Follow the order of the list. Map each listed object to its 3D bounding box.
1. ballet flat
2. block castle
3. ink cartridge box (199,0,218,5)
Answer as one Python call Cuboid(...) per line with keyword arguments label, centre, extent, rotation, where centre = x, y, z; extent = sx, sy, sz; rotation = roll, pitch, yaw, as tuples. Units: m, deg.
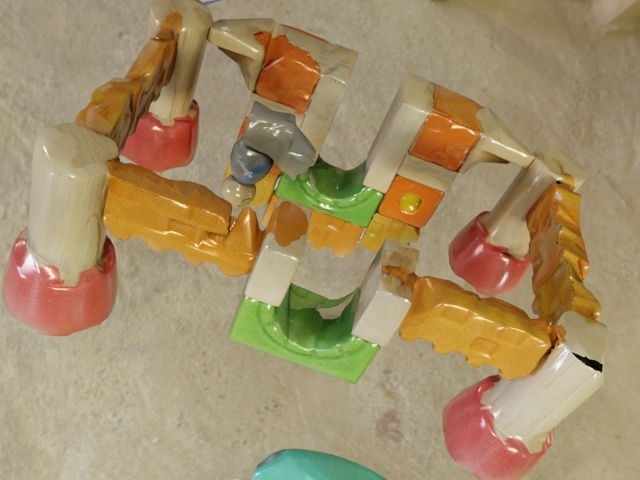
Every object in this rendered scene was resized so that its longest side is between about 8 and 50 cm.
Cuboid(label="ballet flat", centre=(0.052, 0.257, 0.596), extent=(0.247, 0.087, 0.083), rotation=(33, 104, -24))
Cuboid(label="block castle", centre=(0.000, 0.000, 0.610), extent=(0.453, 0.213, 0.303), rotation=(20, 43, -6))
Cuboid(label="ink cartridge box", centre=(-0.156, -0.425, 0.725), extent=(0.151, 0.395, 0.270), rotation=(-12, 89, 11))
